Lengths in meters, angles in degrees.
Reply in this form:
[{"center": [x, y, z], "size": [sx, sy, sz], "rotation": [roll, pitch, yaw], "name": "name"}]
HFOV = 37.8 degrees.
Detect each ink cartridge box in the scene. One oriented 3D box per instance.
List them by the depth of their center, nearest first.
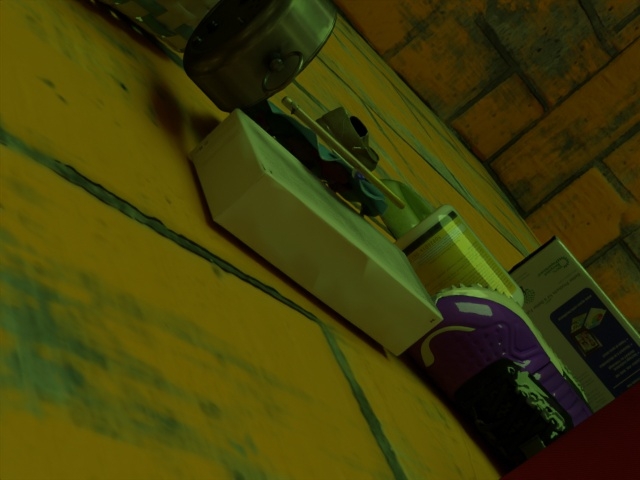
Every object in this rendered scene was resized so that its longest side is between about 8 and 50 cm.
[{"center": [0.344, 0.171, 1.197], "size": [0.332, 0.165, 0.065], "rotation": [52, 12, 3], "name": "ink cartridge box"}]

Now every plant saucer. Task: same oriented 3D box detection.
[{"center": [0.156, -0.002, 1.328], "size": [0.241, 0.037, 0.241], "rotation": [47, 15, -16], "name": "plant saucer"}]

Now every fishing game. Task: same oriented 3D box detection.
[{"center": [-0.018, -0.075, 0.860], "size": [0.189, 0.041, 0.264], "rotation": [41, -6, -25], "name": "fishing game"}]

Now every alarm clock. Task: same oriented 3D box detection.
[{"center": [-0.048, -0.161, 0.748], "size": [0.064, 0.129, 0.192], "rotation": [45, 8, -33], "name": "alarm clock"}]

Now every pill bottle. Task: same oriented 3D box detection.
[{"center": [0.160, 0.057, 1.045], "size": [0.184, 0.103, 0.103], "rotation": [51, 14, 4], "name": "pill bottle"}]

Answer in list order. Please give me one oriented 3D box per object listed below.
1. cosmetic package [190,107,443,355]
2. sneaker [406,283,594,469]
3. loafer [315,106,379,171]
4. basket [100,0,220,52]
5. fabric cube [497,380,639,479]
[{"center": [0.000, 0.000, 0.775], "size": [0.239, 0.060, 0.099], "rotation": [39, 14, -38], "name": "cosmetic package"}, {"center": [0.191, 0.158, 0.885], "size": [0.293, 0.102, 0.146], "rotation": [38, 25, -33], "name": "sneaker"}, {"center": [0.049, -0.143, 1.329], "size": [0.148, 0.050, 0.056], "rotation": [29, 25, -56], "name": "loafer"}, {"center": [-0.108, -0.332, 0.820], "size": [0.201, 0.289, 0.255], "rotation": [58, 14, 27], "name": "basket"}, {"center": [0.316, 0.261, 0.681], "size": [0.259, 0.258, 0.254], "rotation": [44, 16, -24], "name": "fabric cube"}]
